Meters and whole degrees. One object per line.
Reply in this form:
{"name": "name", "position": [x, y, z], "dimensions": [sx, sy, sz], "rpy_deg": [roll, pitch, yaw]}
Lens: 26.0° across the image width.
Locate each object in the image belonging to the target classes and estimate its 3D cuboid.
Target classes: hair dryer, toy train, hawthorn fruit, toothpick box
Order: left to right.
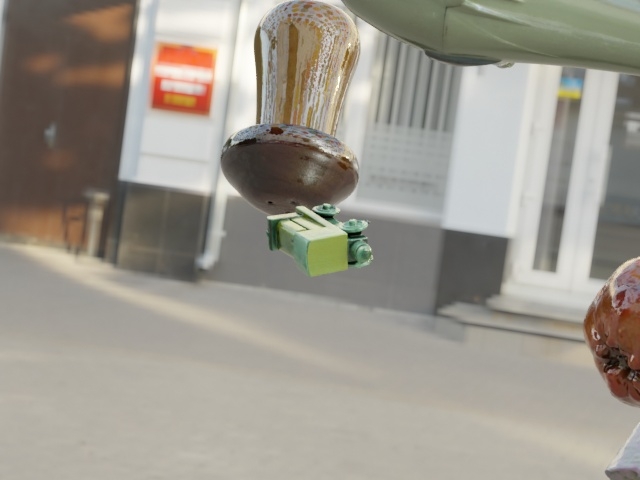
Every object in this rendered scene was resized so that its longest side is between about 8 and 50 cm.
{"name": "toothpick box", "position": [-0.032, -0.177, 1.920], "dimensions": [0.192, 0.294, 0.192], "rpy_deg": [6, -23, 3]}
{"name": "toy train", "position": [0.000, 0.000, 1.332], "dimensions": [0.081, 0.050, 0.122], "rpy_deg": [-12, 20, -25]}
{"name": "hair dryer", "position": [0.192, -0.166, 1.095], "dimensions": [0.296, 0.119, 0.298], "rpy_deg": [19, 2, 36]}
{"name": "hawthorn fruit", "position": [0.484, 0.116, 1.851], "dimensions": [0.299, 0.211, 0.211], "rpy_deg": [-11, 15, -38]}

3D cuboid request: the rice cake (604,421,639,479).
{"name": "rice cake", "position": [0.422, 0.160, 1.466], "dimensions": [0.298, 0.050, 0.106], "rpy_deg": [-44, 20, -31]}
